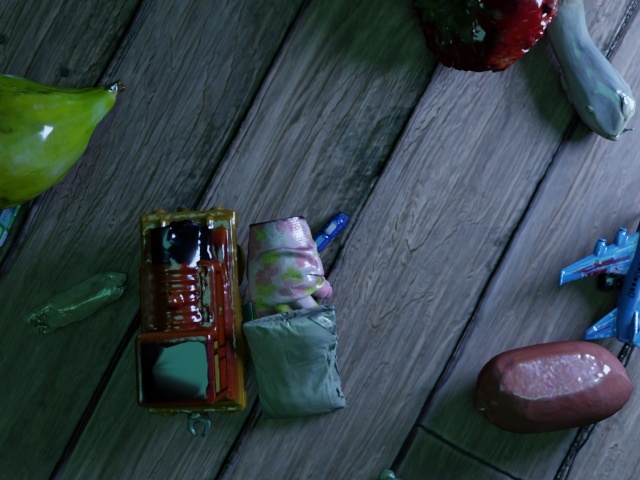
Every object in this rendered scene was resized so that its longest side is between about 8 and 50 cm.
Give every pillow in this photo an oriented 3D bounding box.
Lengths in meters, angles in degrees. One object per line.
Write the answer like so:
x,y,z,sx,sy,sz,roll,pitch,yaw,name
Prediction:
-0.037,0.203,1.249,0.148,0.050,0.229,-5,125,3,pillow

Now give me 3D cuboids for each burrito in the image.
-0.408,0.105,1.316,0.188,0.045,0.058,-27,95,-1,burrito

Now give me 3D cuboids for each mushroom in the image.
0.432,-0.292,1.274,0.096,0.099,0.278,-24,85,-4,mushroom

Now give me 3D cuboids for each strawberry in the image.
0.270,-0.413,1.229,0.220,0.274,0.274,-25,88,-36,strawberry

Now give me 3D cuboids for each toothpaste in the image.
-0.538,-0.031,1.337,0.020,0.017,0.083,26,89,2,toothpaste

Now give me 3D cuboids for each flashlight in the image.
0.000,0.000,1.309,0.057,0.035,0.121,44,91,3,flashlight

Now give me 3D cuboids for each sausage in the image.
0.363,0.230,1.243,0.254,0.148,0.148,-14,88,0,sausage

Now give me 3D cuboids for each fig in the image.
-0.477,-0.181,1.234,0.314,0.233,0.233,-26,88,7,fig

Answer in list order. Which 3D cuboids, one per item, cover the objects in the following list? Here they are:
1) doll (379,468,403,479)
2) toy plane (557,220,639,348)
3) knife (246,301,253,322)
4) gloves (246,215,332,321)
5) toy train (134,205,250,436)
0.103,0.460,1.283,0.115,0.077,0.150,34,101,13,doll
0.518,0.045,1.257,0.254,0.105,0.271,15,88,1,toy plane
-0.117,0.150,1.325,0.014,0.005,0.091,-7,89,1,knife
-0.055,0.086,1.258,0.145,0.126,0.241,-9,92,3,gloves
-0.204,0.127,1.215,0.163,0.231,0.369,-3,88,2,toy train
